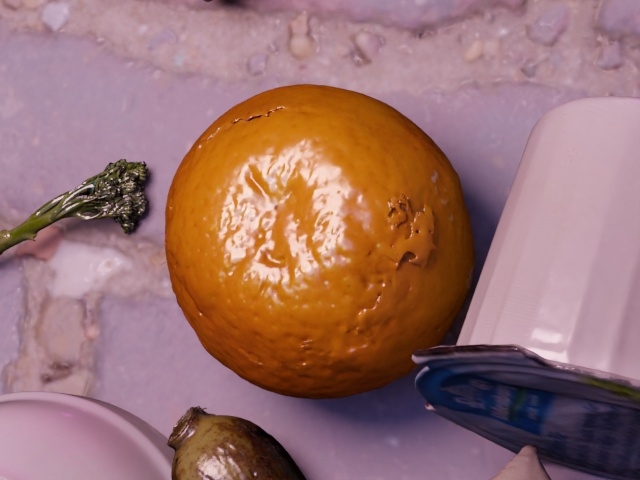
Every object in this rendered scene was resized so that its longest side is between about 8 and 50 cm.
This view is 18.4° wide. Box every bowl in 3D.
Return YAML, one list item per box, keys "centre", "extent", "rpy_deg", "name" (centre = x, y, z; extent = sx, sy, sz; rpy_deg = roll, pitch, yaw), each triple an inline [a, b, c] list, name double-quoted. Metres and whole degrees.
- centre: [-0.224, 0.245, 1.417]
  extent: [0.287, 0.144, 0.287]
  rpy_deg: [-3, 80, 16]
  name: "bowl"

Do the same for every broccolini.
- centre: [-0.219, -0.012, 1.507]
  extent: [0.194, 0.052, 0.054]
  rpy_deg: [-22, 71, 13]
  name: "broccolini"

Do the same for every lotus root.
- centre: [-0.043, 0.192, 1.396]
  extent: [0.080, 0.089, 0.179]
  rpy_deg: [-41, 81, 26]
  name: "lotus root"

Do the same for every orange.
- centre: [-0.001, 0.002, 1.362]
  extent: [0.219, 0.193, 0.219]
  rpy_deg: [-6, 80, 39]
  name: "orange"

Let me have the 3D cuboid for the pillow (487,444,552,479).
- centre: [0.085, 0.282, 1.342]
  extent: [0.270, 0.067, 0.173]
  rpy_deg: [-36, 94, 9]
  name: "pillow"

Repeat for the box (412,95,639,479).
- centre: [0.224, 0.035, 1.270]
  extent: [0.291, 0.262, 0.206]
  rpy_deg: [12, 73, 13]
  name: "box"
